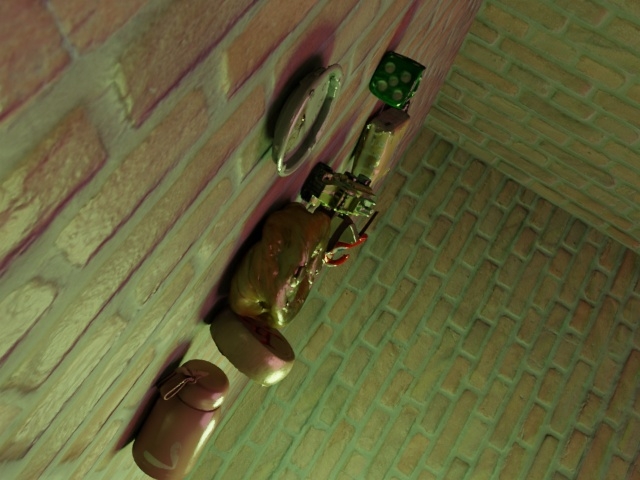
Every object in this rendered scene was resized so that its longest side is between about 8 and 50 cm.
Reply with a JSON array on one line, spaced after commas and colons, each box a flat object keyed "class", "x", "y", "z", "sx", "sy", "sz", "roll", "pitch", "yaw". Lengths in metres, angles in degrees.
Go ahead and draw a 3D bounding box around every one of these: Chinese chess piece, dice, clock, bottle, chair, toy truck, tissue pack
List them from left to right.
[{"class": "bottle", "x": -0.359, "y": 0.451, "z": 1.413, "sx": 0.206, "sy": 0.173, "sz": 0.297, "roll": 15, "pitch": 111, "yaw": -48}, {"class": "Chinese chess piece", "x": -0.183, "y": 0.276, "z": 1.485, "sx": 0.103, "sy": 0.249, "sz": 0.250, "roll": -47, "pitch": 174, "yaw": 3}, {"class": "clock", "x": -0.034, "y": -0.235, "z": 1.055, "sx": 0.237, "sy": 0.053, "sz": 0.236, "roll": -59, "pitch": 174, "yaw": -10}, {"class": "chair", "x": 0.038, "y": -0.042, "z": 1.836, "sx": 0.327, "sy": 0.175, "sz": 0.183, "roll": -56, "pitch": 144, "yaw": -26}, {"class": "toy truck", "x": 0.072, "y": -0.133, "z": 1.625, "sx": 0.259, "sy": 0.135, "sz": 0.128, "roll": 14, "pitch": 113, "yaw": -47}, {"class": "tissue pack", "x": 0.208, "y": -0.333, "z": 2.001, "sx": 0.215, "sy": 0.123, "sz": 0.257, "roll": -40, "pitch": 159, "yaw": -47}, {"class": "dice", "x": 0.220, "y": -0.460, "z": 1.584, "sx": 0.131, "sy": 0.120, "sz": 0.128, "roll": -63, "pitch": 170, "yaw": 27}]

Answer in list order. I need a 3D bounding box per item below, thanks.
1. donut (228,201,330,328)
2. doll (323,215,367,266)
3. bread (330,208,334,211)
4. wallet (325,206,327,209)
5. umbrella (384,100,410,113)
[{"class": "donut", "x": -0.100, "y": 0.066, "z": 1.454, "sx": 0.360, "sy": 0.169, "sz": 0.361, "roll": 23, "pitch": 90, "yaw": -80}, {"class": "doll", "x": 0.040, "y": 0.021, "z": 2.287, "sx": 0.099, "sy": 0.189, "sz": 0.384, "roll": -13, "pitch": 157, "yaw": -40}, {"class": "bread", "x": 0.116, "y": -0.159, "z": 2.410, "sx": 0.236, "sy": 0.070, "sz": 0.236, "roll": -54, "pitch": 171, "yaw": -13}, {"class": "wallet", "x": 0.010, "y": -0.106, "z": 2.069, "sx": 0.255, "sy": 0.031, "sz": 0.137, "roll": -60, "pitch": 172, "yaw": 16}, {"class": "umbrella", "x": 0.246, "y": -0.412, "z": 2.127, "sx": 0.090, "sy": 0.094, "sz": 0.326, "roll": -27, "pitch": 151, "yaw": -49}]
